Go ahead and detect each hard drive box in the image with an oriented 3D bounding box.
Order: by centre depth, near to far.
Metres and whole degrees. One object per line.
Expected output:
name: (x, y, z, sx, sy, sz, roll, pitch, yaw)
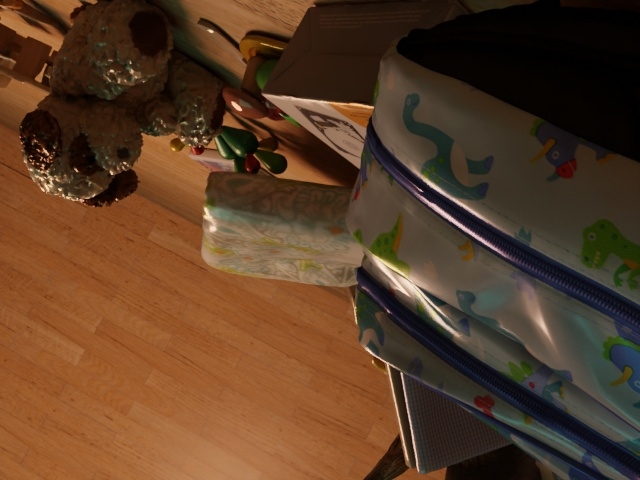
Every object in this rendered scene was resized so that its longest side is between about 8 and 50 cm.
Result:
hard drive box: (0.098, -0.088, 0.727, 0.232, 0.089, 0.181, 33, 171, -35)

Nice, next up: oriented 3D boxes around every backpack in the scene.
backpack: (0.175, 0.002, 0.441, 0.355, 0.273, 0.290, 39, -139, 23)

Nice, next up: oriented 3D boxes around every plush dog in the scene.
plush dog: (-0.264, -0.154, 1.052, 0.210, 0.225, 0.262, 25, 172, 21)

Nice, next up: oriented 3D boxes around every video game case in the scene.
video game case: (-0.127, -0.109, 1.628, 0.183, 0.023, 0.201, 33, 171, -31)

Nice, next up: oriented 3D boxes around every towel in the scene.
towel: (0.000, 0.000, 1.204, 0.320, 0.090, 0.374, 6, 170, -7)

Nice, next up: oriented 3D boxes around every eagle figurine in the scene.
eagle figurine: (0.145, 0.174, 1.008, 0.225, 0.299, 0.226, 3, 169, 0)

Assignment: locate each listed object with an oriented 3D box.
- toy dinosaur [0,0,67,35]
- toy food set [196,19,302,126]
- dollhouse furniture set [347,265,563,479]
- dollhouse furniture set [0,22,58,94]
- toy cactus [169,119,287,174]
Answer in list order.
toy dinosaur: (-0.422, -0.323, 1.207, 0.211, 0.064, 0.112, 25, -158, -25)
toy food set: (-0.034, -0.142, 0.903, 0.217, 0.071, 0.128, 23, 171, 36)
dollhouse furniture set: (0.202, 0.138, 0.778, 0.303, 0.287, 0.198, -12, -175, -19)
dollhouse furniture set: (-0.403, -0.199, 1.349, 0.212, 0.161, 0.242, 26, -178, 20)
toy cactus: (-0.150, -0.141, 1.274, 0.219, 0.112, 0.180, 33, 168, 42)
